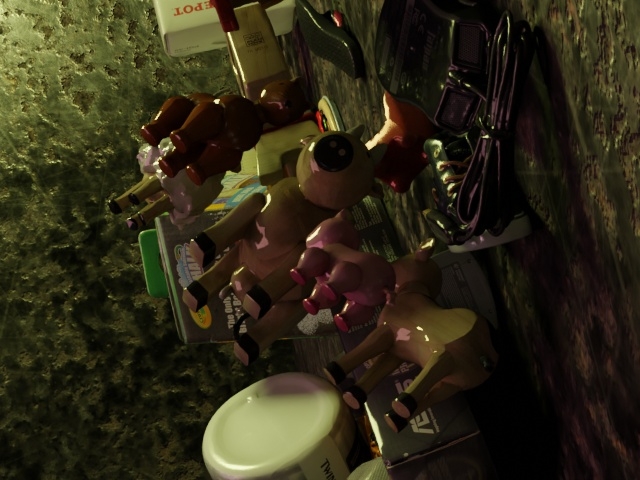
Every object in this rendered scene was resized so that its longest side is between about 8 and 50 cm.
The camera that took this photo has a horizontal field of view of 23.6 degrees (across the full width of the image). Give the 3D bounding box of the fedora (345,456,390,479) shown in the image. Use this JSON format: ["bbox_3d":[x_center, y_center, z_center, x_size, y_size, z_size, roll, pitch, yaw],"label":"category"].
[{"bbox_3d":[0.086,0.324,1.712,0.275,0.243,0.124,65,-144,-54],"label":"fedora"}]

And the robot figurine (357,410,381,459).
[{"bbox_3d":[0.087,0.179,1.823,0.211,0.085,0.291,-110,10,-57],"label":"robot figurine"}]

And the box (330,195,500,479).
[{"bbox_3d":[0.099,0.175,1.468,0.395,0.097,0.318,-110,0,-53],"label":"box"}]

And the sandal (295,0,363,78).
[{"bbox_3d":[0.018,-0.249,1.872,0.179,0.040,0.067,47,157,49],"label":"sandal"}]

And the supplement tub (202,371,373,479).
[{"bbox_3d":[-0.009,0.340,1.961,0.193,0.193,0.316,-113,-1,-58],"label":"supplement tub"}]

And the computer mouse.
[{"bbox_3d":[0.106,-0.098,1.185,0.262,0.060,0.184,-140,55,-66],"label":"computer mouse"}]

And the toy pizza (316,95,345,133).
[{"bbox_3d":[0.017,-0.101,2.140,0.201,0.032,0.201,168,90,-83],"label":"toy pizza"}]

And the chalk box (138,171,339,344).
[{"bbox_3d":[-0.088,0.017,1.938,0.179,0.289,0.180,-40,-56,-63],"label":"chalk box"}]

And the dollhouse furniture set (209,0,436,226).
[{"bbox_3d":[0.006,-0.196,1.400,0.152,0.201,0.374,-110,4,-47],"label":"dollhouse furniture set"}]

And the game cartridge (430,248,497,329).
[{"bbox_3d":[0.125,0.049,1.377,0.017,0.056,0.083,57,-169,-85],"label":"game cartridge"}]

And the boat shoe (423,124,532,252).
[{"bbox_3d":[0.118,-0.043,1.228,0.183,0.065,0.083,-127,21,-80],"label":"boat shoe"}]

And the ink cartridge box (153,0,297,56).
[{"bbox_3d":[-0.161,-0.439,2.281,0.117,0.207,0.283,108,149,-81],"label":"ink cartridge box"}]

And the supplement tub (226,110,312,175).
[{"bbox_3d":[-0.091,-0.030,2.318,0.235,0.235,0.325,118,139,-80],"label":"supplement tub"}]

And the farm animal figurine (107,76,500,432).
[{"bbox_3d":[0.000,0.000,1.291,0.330,0.172,0.327,52,156,-2],"label":"farm animal figurine"}]

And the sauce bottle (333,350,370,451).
[{"bbox_3d":[0.072,0.304,2.107,0.111,0.111,0.344,-113,14,-58],"label":"sauce bottle"}]
